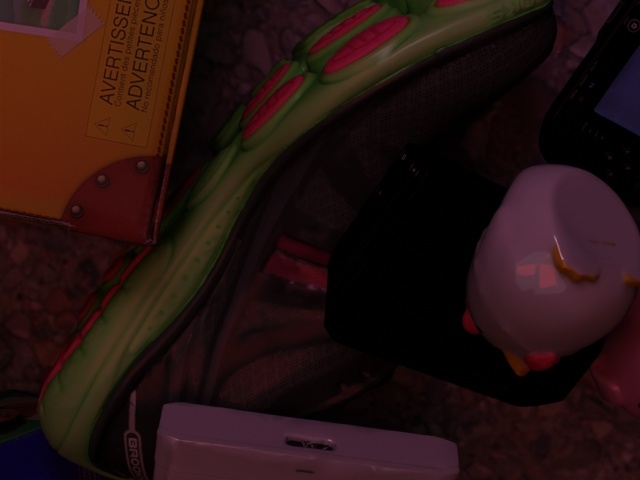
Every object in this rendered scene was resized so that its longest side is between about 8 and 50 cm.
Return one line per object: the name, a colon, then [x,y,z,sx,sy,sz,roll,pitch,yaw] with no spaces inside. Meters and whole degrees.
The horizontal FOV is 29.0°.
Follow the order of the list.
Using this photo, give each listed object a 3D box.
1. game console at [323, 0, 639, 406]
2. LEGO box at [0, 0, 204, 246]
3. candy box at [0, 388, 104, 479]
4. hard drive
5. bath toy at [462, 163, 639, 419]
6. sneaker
game console: [0.165,-0.056,0.771,0.213,0.044,0.361,21,112,-31]
LEGO box: [-0.243,-0.280,0.794,0.372,0.193,0.500,11,100,-10]
candy box: [-0.304,0.283,0.907,0.122,0.317,0.268,3,102,37]
hard drive: [-0.030,0.256,0.909,0.203,0.040,0.308,8,124,-4]
bath toy: [0.233,0.060,0.774,0.348,0.151,0.129,15,144,-25]
sneaker: [0.000,0.000,0.889,0.202,0.185,0.483,37,109,-16]
